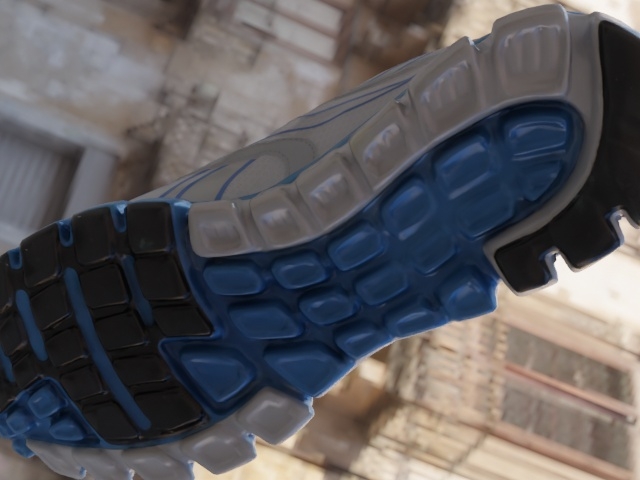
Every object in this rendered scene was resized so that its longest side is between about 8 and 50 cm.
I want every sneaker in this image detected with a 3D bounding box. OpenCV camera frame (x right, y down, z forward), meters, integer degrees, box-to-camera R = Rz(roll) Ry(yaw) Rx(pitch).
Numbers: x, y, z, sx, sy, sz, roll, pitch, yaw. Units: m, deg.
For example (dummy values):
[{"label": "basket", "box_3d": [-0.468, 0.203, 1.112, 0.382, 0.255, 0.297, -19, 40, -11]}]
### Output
[{"label": "sneaker", "box_3d": [0.000, 0.000, 0.390, 0.190, 0.071, 0.083, -23, -170, 14]}]
